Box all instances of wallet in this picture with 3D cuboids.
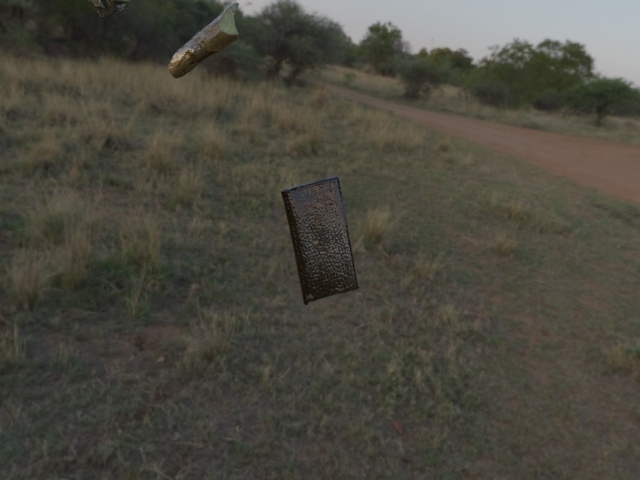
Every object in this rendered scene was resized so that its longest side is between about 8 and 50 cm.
[{"bbox_3d":[0.000,0.000,1.133,0.132,0.243,0.039,-17,14,-22],"label":"wallet"}]

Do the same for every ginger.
[{"bbox_3d":[-0.159,-0.280,0.780,0.057,0.137,0.044,45,-6,37],"label":"ginger"}]

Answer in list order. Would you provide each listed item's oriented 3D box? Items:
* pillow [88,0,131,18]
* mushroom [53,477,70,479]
[{"bbox_3d":[-0.219,-0.296,0.481,0.208,0.119,0.053,42,-23,-10],"label":"pillow"},{"bbox_3d":[-0.202,0.229,0.354,0.059,0.054,0.202,-35,19,3],"label":"mushroom"}]
